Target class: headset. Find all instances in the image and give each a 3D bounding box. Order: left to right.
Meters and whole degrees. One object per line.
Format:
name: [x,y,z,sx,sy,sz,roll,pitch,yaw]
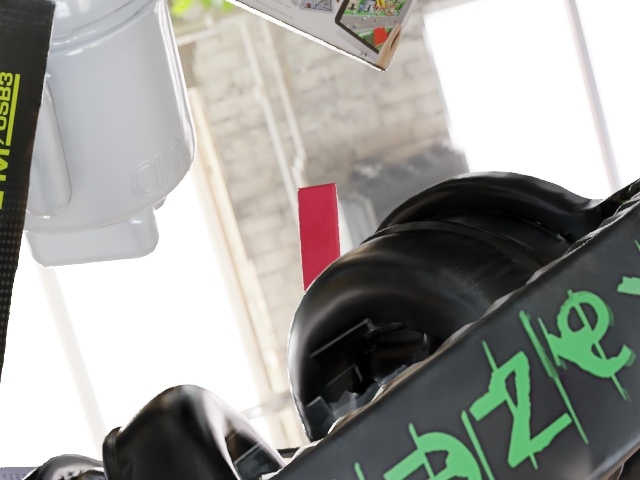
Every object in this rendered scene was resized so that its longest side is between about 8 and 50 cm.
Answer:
headset: [0.025,0.103,0.573,0.243,0.185,0.394,-35,178,-15]

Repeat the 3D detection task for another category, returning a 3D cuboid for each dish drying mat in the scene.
dish drying mat: [0.000,0.000,1.248,0.032,0.083,0.008,-8,170,23]

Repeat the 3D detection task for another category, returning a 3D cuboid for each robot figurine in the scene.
robot figurine: [-0.218,-0.148,1.390,0.199,0.353,0.300,-8,-145,3]

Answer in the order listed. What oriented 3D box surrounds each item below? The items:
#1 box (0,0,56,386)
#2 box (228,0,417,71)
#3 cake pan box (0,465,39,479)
box: [-0.190,-0.020,0.713,0.045,0.184,0.190,2,-171,-42]
box: [-0.010,-0.163,0.819,0.036,0.114,0.207,27,-174,35]
cake pan box: [-0.173,0.252,0.932,0.245,0.267,0.070,1,144,-37]
